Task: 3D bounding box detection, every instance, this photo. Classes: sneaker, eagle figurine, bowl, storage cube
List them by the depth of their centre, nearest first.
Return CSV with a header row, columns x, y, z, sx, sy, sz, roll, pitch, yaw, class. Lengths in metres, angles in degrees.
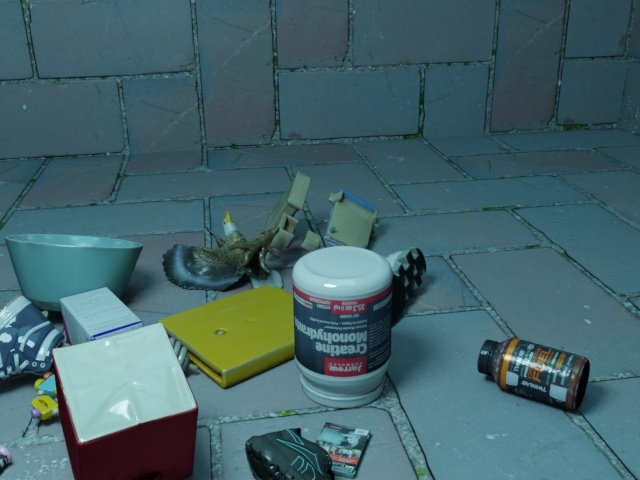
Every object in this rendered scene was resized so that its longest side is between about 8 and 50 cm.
x,y,z,sx,sy,sz,roll,pitch,yaw,class
-0.016,0.368,1.083,0.106,0.101,0.267,-16,27,-30,sneaker
-0.313,0.280,1.122,0.184,0.193,0.215,-12,46,-26,storage cube
-0.588,0.373,1.178,0.119,0.047,0.057,2,34,10,sneaker
-0.635,0.257,1.374,0.282,0.153,0.099,-52,8,-25,sneaker
-0.592,0.078,1.674,0.312,0.163,0.311,6,4,0,bowl
0.129,0.124,1.689,0.146,0.122,0.330,-8,16,34,sneaker
-0.241,0.036,1.856,0.298,0.225,0.226,-20,-39,41,eagle figurine

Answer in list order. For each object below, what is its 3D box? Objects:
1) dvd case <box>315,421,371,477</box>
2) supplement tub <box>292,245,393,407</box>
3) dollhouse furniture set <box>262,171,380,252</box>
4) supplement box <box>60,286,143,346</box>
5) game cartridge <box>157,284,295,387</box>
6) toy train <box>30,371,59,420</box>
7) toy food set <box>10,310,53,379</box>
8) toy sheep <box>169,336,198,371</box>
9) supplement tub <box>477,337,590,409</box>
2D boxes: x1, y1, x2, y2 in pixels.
x,y,z,sx,sy,sz,roll,pitch,yaw,class
0.032,0.362,1.213,0.087,0.013,0.119,6,25,16,dvd case
0.043,0.165,1.353,0.191,0.272,0.191,-1,22,0,supplement tub
0.000,0.000,2.035,0.303,0.198,0.286,27,44,-11,dollhouse furniture set
-0.470,0.198,1.504,0.114,0.111,0.220,-16,27,-34,supplement box
-0.158,0.202,1.575,0.324,0.052,0.285,-15,26,-37,game cartridge
-0.484,0.307,1.332,0.125,0.046,0.166,-7,26,-19,toy train
-0.631,0.238,1.523,0.132,0.038,0.192,-18,38,-24,toy food set
-0.313,0.239,1.428,0.132,0.091,0.091,18,20,-11,toy sheep
0.409,0.251,1.351,0.198,0.106,0.106,12,26,30,supplement tub
